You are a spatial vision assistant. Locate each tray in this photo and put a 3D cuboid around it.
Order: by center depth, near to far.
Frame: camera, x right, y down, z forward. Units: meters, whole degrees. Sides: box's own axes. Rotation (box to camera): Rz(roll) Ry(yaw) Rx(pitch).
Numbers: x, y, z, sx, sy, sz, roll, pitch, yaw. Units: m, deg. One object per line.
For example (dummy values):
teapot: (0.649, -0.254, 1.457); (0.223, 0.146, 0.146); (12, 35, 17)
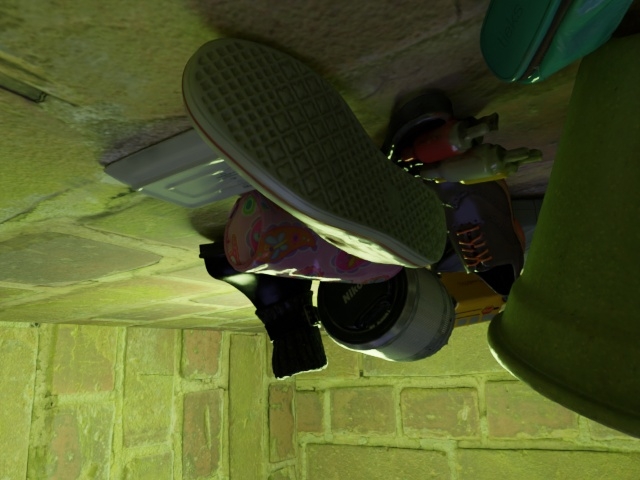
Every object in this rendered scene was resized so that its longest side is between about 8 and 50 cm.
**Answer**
tray: (-0.107, -0.084, 0.548); (0.270, 0.030, 0.145); (-13, 163, 30)

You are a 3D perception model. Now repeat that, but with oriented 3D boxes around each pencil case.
pencil case: (0.000, 0.000, 0.724); (0.284, 0.124, 0.124); (7, 162, -36)

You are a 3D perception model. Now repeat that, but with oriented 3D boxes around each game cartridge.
game cartridge: (0.366, -0.003, 0.910); (0.230, 0.068, 0.355); (-6, 165, -5)

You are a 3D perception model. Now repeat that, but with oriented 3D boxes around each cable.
cable: (0.087, -0.077, 0.541); (0.139, 0.072, 0.287); (15, 157, -36)

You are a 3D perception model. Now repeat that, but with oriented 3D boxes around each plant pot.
plant pot: (0.284, -0.019, 0.367); (0.276, 0.254, 0.276); (1, -169, 0)

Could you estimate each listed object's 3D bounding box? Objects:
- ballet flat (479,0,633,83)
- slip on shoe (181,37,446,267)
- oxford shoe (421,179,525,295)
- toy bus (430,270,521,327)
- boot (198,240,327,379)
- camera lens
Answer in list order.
ballet flat: (0.146, -0.172, 0.226); (0.087, 0.083, 0.247); (-28, 165, -2)
slip on shoe: (0.004, -0.055, 0.449); (0.101, 0.123, 0.331); (-6, 155, 40)
oxford shoe: (0.221, -0.015, 0.654); (0.096, 0.098, 0.271); (-17, 139, 37)
toy bus: (0.347, 0.148, 1.201); (0.332, 0.108, 0.130); (-9, 133, -12)
boot: (-0.095, 0.139, 0.925); (0.131, 0.260, 0.348); (-12, 163, 29)
camera lens: (0.141, 0.134, 0.996); (0.219, 0.219, 0.274); (-13, 154, 32)
